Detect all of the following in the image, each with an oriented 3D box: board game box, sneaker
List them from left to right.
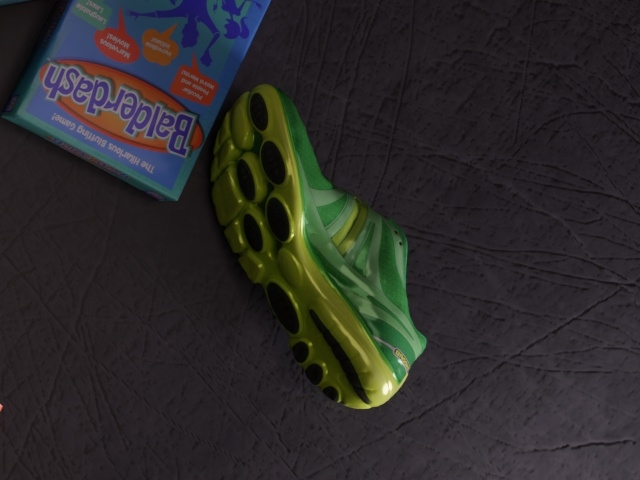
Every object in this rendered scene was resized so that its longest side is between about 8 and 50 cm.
[{"bbox_3d":[-0.150,-0.161,1.622,0.160,0.047,0.210,28,80,-24],"label":"board game box"},{"bbox_3d":[0.000,0.000,1.681,0.123,0.109,0.296,-34,105,-43],"label":"sneaker"}]

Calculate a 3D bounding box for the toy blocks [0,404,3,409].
[{"bbox_3d":[-0.309,0.131,1.549,0.123,0.054,0.148,32,78,-22],"label":"toy blocks"}]
